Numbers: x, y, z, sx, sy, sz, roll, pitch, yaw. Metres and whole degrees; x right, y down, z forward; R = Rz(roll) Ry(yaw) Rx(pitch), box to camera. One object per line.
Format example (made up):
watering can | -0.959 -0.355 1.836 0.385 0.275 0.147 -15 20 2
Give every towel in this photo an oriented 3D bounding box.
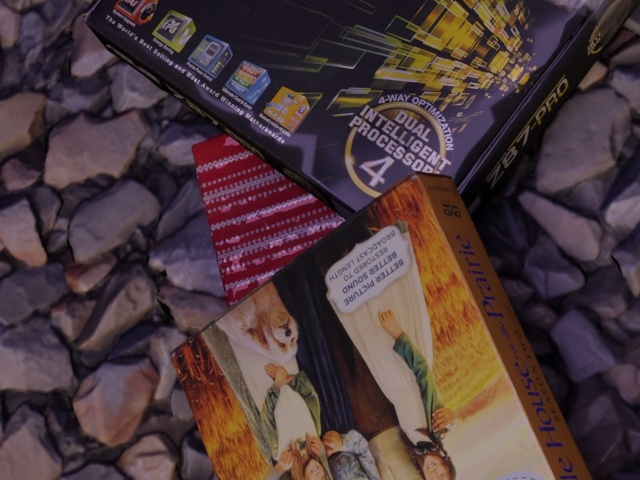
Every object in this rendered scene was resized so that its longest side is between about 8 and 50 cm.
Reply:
towel | 0.000 0.000 1.783 0.199 0.031 0.275 -19 70 15

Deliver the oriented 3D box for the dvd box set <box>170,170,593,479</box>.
dvd box set | 0.062 0.200 1.586 0.307 0.062 0.420 -36 65 31

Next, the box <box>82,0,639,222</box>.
box | 0.034 -0.204 1.759 0.395 0.097 0.318 37 84 20
